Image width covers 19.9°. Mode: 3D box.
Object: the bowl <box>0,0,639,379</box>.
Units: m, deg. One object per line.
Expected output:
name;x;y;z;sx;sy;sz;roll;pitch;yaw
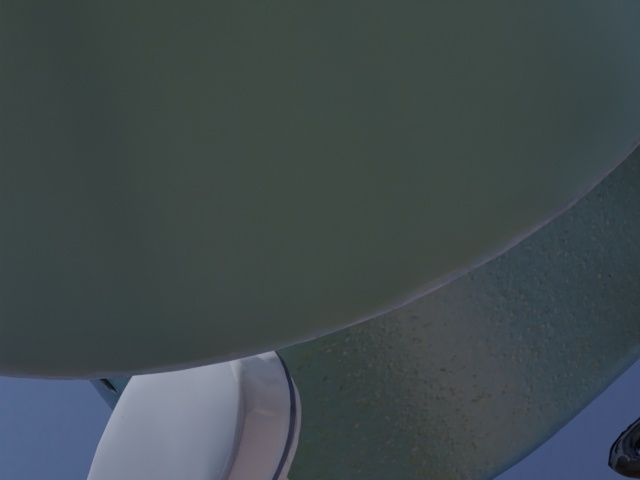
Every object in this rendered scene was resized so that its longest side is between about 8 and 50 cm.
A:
bowl;-0.051;-0.136;0.448;0.311;0.311;0.163;-9;-40;8

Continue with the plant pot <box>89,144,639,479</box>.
plant pot;0.000;0.000;0.913;0.252;0.248;0.247;-48;-47;-18

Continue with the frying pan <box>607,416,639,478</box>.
frying pan;0.238;0.000;0.722;0.326;0.197;0.053;-3;-54;-15

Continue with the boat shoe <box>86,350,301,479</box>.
boat shoe;-0.052;0.121;0.796;0.084;0.095;0.258;2;-33;-26
